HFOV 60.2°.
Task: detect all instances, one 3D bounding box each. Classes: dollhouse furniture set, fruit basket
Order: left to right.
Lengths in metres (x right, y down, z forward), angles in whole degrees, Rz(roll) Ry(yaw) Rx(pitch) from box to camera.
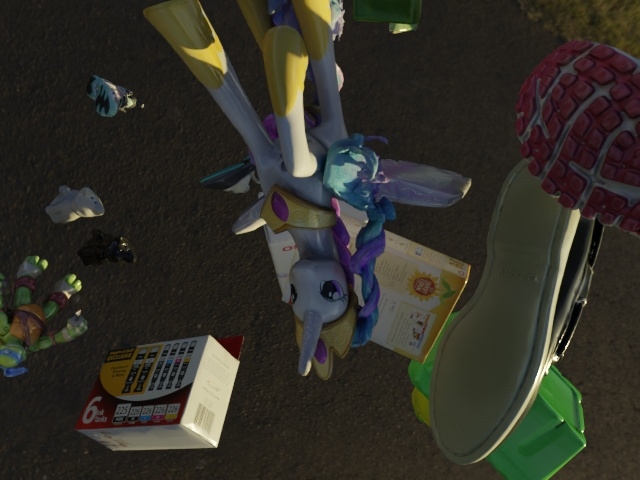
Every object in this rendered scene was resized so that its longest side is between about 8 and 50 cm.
[{"bbox_3d":[0.090,-0.238,0.532,0.152,0.059,0.076,-36,133,-53],"label":"dollhouse furniture set"},{"bbox_3d":[0.325,0.353,1.210,0.392,0.392,0.283,50,30,-5],"label":"fruit basket"}]

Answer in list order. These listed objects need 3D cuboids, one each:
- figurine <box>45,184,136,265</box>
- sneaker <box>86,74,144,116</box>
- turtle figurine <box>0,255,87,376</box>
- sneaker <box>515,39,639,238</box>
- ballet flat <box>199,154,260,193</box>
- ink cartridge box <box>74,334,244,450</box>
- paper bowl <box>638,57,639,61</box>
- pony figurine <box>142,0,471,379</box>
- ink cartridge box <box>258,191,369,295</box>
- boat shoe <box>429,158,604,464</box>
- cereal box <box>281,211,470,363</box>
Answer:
[{"bbox_3d":[-0.533,-0.033,1.299,0.092,0.209,0.214,-43,118,-33],"label":"figurine"},{"bbox_3d":[-0.272,-0.191,0.753,0.069,0.038,0.098,12,29,-43],"label":"sneaker"},{"bbox_3d":[-0.590,0.122,1.168,0.198,0.274,0.266,4,29,-13],"label":"turtle figurine"},{"bbox_3d":[0.287,-0.045,0.462,0.112,0.121,0.299,-17,64,-48],"label":"sneaker"},{"bbox_3d":[-0.153,-0.141,1.148,0.203,0.074,0.074,-37,93,-29],"label":"ballet flat"},{"bbox_3d":[-0.355,0.319,1.252,0.130,0.310,0.271,54,34,-40],"label":"ink cartridge box"},{"bbox_3d":[0.503,-0.193,0.651,0.148,0.284,0.284,47,54,-31],"label":"paper bowl"},{"bbox_3d":[-0.008,-0.084,0.595,0.351,0.303,0.363,-61,139,-60],"label":"pony figurine"},{"bbox_3d":[0.000,0.000,1.203,0.226,0.306,0.131,-14,62,-6],"label":"ink cartridge box"},{"bbox_3d":[0.223,0.082,0.603,0.113,0.127,0.339,15,90,-35],"label":"boat shoe"},{"bbox_3d":[0.073,0.064,0.811,0.240,0.173,0.047,24,35,8],"label":"cereal box"}]
